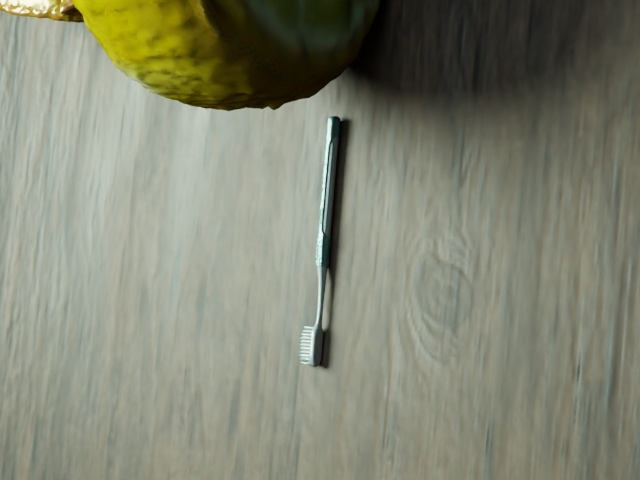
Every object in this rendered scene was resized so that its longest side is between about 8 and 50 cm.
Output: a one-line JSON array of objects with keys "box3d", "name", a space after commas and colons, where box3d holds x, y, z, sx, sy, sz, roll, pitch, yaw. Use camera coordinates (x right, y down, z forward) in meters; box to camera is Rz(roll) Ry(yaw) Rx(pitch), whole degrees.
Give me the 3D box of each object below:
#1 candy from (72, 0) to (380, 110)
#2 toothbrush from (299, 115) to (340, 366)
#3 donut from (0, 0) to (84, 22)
[{"box3d": [-0.055, -0.205, 0.880, 0.118, 0.260, 0.260, -7, 81, 37], "name": "candy"}, {"box3d": [0.000, 0.000, 0.961, 0.014, 0.011, 0.167, 2, 85, 35], "name": "toothbrush"}, {"box3d": [-0.168, -0.241, 1.052, 0.174, 0.074, 0.190, 41, 100, 28], "name": "donut"}]
